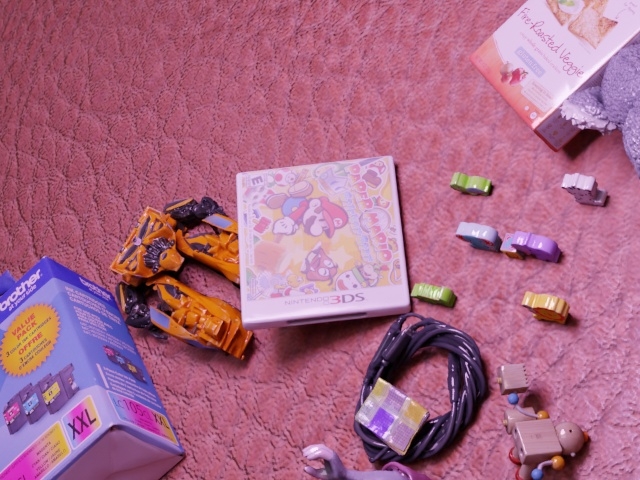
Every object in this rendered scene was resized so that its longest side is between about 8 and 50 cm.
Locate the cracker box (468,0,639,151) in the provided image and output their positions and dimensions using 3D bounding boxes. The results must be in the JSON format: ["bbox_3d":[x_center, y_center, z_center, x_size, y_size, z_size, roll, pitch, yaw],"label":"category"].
[{"bbox_3d":[0.307,-0.239,1.631,0.232,0.067,0.155,-44,48,10],"label":"cracker box"}]

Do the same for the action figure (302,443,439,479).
[{"bbox_3d":[0.134,0.328,1.400,0.276,0.248,0.370,-10,25,-4],"label":"action figure"}]

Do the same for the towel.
[{"bbox_3d":[0.082,0.200,1.584,0.083,0.009,0.060,35,93,35],"label":"towel"}]

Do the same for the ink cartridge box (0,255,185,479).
[{"bbox_3d":[-0.384,0.214,1.899,0.270,0.151,0.395,-42,45,10],"label":"ink cartridge box"}]

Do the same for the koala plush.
[{"bbox_3d":[0.374,-0.139,1.486,0.196,0.203,0.221,-40,43,11],"label":"koala plush"}]

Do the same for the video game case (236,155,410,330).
[{"bbox_3d":[0.000,0.000,1.746,0.206,0.026,0.227,-6,57,3],"label":"video game case"}]

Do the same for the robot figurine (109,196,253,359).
[{"bbox_3d":[-0.174,0.041,1.877,0.291,0.085,0.211,23,80,43],"label":"robot figurine"}]

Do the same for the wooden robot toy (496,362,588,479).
[{"bbox_3d":[0.243,0.211,1.486,0.079,0.076,0.173,-8,53,-7],"label":"wooden robot toy"}]

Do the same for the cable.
[{"bbox_3d":[0.112,0.182,1.608,0.150,0.047,0.184,28,87,36],"label":"cable"}]

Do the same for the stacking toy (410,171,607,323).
[{"bbox_3d":[0.215,0.001,1.623,0.221,0.052,0.167,8,70,41],"label":"stacking toy"}]
